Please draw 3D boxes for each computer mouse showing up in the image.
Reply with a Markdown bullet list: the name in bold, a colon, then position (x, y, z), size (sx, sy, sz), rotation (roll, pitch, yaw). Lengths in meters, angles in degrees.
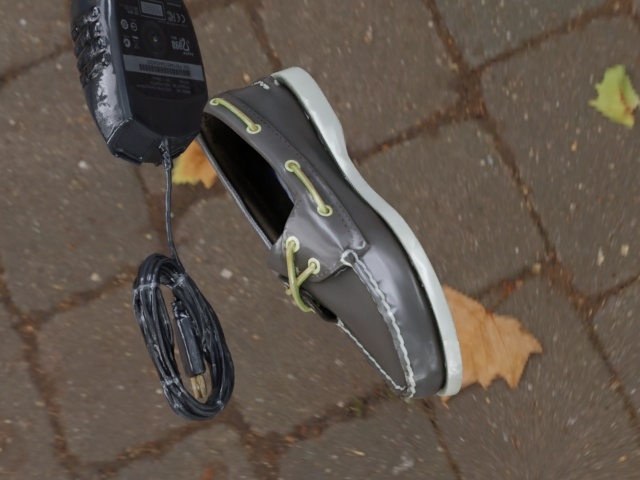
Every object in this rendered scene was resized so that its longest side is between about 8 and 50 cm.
- **computer mouse**: position (-0.086, -0.028, 0.672), size (0.041, 0.071, 0.242), rotation (-15, 80, 33)

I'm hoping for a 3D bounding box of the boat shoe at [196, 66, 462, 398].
- **boat shoe**: position (0.000, 0.000, 0.727), size (0.068, 0.081, 0.228), rotation (-17, 54, -20)
